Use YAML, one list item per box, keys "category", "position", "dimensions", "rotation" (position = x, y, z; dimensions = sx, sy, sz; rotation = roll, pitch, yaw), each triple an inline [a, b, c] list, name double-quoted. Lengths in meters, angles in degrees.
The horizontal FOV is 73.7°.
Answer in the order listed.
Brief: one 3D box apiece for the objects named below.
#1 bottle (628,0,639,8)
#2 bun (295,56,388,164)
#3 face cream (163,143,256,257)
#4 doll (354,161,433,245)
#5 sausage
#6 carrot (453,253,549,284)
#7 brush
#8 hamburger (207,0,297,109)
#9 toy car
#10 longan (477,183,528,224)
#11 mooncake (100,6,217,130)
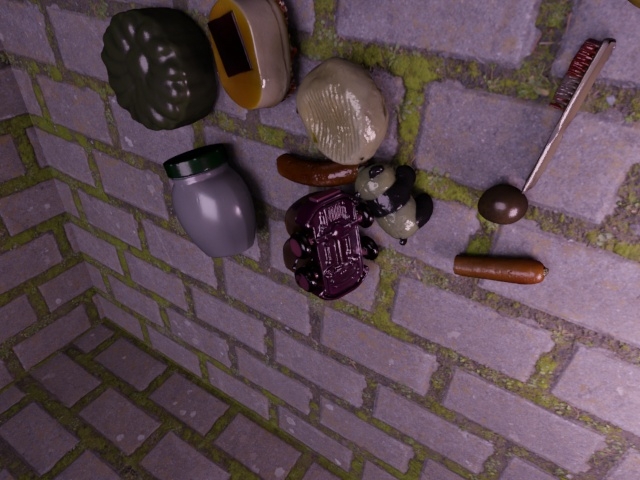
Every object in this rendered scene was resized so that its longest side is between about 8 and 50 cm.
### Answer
- category: "bottle"
  position: [0.536, -0.410, 0.608]
  dimensions: [0.351, 0.171, 0.171]
  rotation: [28, 133, 19]
- category: "bun"
  position: [0.063, -0.326, 1.045]
  dimensions: [0.259, 0.160, 0.259]
  rotation: [36, 149, 25]
- category: "face cream"
  position: [-0.373, -0.130, 1.466]
  dimensions: [0.313, 0.219, 0.356]
  rotation: [3, 120, 36]
- category: "doll"
  position: [0.185, -0.108, 1.109]
  dimensions: [0.144, 0.135, 0.234]
  rotation: [-20, 112, 43]
- category: "sausage"
  position: [-0.002, -0.201, 1.220]
  dimensions: [0.302, 0.102, 0.076]
  rotation: [10, 158, 33]
- category: "carrot"
  position: [0.457, 0.073, 1.089]
  dimensions: [0.225, 0.067, 0.067]
  rotation: [5, 122, 37]
- category: "brush"
  position: [0.476, -0.240, 0.859]
  dimensions: [0.050, 0.060, 0.320]
  rotation: [37, 136, 29]
- category: "hamburger"
  position: [-0.173, -0.493, 1.114]
  dimensions: [0.227, 0.151, 0.295]
  rotation: [20, 135, 33]
- category: "toy car"
  position: [0.000, 0.000, 1.279]
  dimensions: [0.240, 0.271, 0.340]
  rotation: [26, 133, 48]
- category: "longan"
  position: [0.422, -0.081, 0.990]
  dimensions: [0.114, 0.092, 0.113]
  rotation: [7, 164, 2]
- category: "mooncake"
  position: [-0.497, -0.518, 1.309]
  dimensions: [0.357, 0.194, 0.356]
  rotation: [21, 131, 25]
